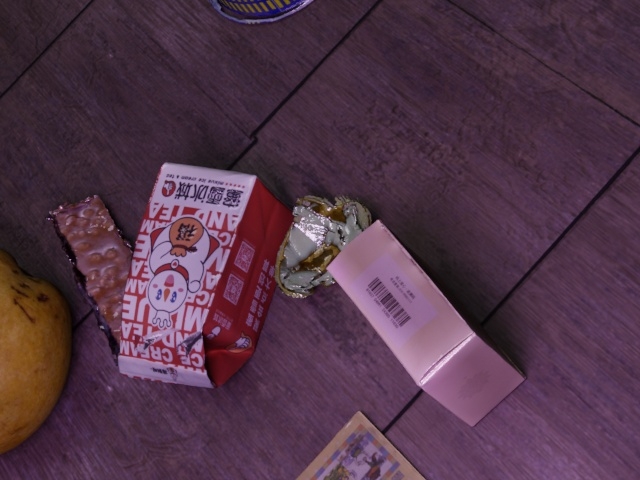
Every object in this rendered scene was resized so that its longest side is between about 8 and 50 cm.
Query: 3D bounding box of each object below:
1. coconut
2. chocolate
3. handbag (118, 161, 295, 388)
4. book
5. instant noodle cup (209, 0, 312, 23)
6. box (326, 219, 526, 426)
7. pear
[{"bbox_3d":[0.004,0.002,1.742,0.158,0.055,0.133,-33,52,11],"label":"coconut"},{"bbox_3d":[-0.305,0.060,1.900,0.102,0.065,0.329,-27,53,-8],"label":"chocolate"},{"bbox_3d":[-0.164,0.057,1.759,0.171,0.151,0.298,10,73,29],"label":"handbag"},{"bbox_3d":[0.049,0.327,1.576,0.168,0.013,0.192,-48,52,1],"label":"book"},{"bbox_3d":[-0.133,-0.523,1.934,0.284,0.312,0.284,-13,60,24],"label":"instant noodle cup"},{"bbox_3d":[0.125,0.098,1.547,0.095,0.168,0.212,-42,52,4],"label":"box"},{"bbox_3d":[-0.494,0.151,1.832,0.304,0.304,0.304,-14,60,25],"label":"pear"}]
